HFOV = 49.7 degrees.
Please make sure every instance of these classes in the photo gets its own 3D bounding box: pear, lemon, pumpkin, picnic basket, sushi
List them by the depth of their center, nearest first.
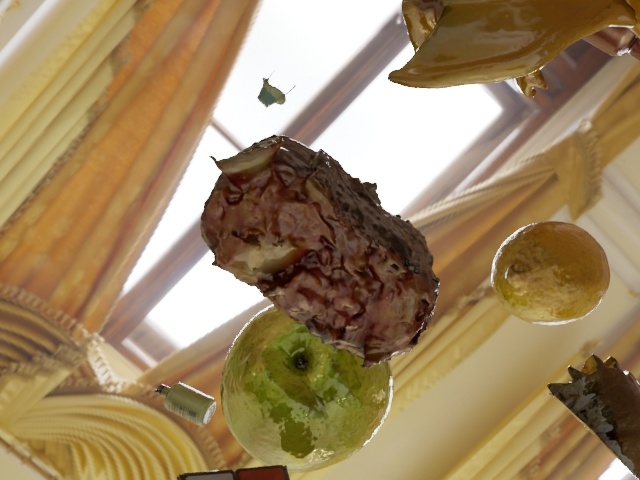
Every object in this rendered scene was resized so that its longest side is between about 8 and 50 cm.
[{"bbox_3d":[0.000,0.000,0.853,0.343,0.196,0.182,36,-173,-14],"label":"sushi"},{"bbox_3d":[0.526,0.306,1.183,0.254,0.130,0.149,44,-177,-27],"label":"pumpkin"},{"bbox_3d":[0.411,0.058,1.230,0.257,0.188,0.188,-2,-142,-37],"label":"lemon"},{"bbox_3d":[-0.027,0.293,1.446,0.391,0.391,0.391,44,-174,-6],"label":"pear"},{"bbox_3d":[-0.103,-0.329,1.505,0.065,0.083,0.083,41,175,23],"label":"picnic basket"}]

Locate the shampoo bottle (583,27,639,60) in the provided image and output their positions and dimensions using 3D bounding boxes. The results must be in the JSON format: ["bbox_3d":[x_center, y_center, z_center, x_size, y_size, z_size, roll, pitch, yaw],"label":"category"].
[{"bbox_3d":[0.332,-0.301,0.865,0.260,0.064,0.102,36,166,12],"label":"shampoo bottle"}]

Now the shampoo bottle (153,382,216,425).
[{"bbox_3d":[-0.363,0.426,1.837,0.162,0.079,0.079,21,180,16],"label":"shampoo bottle"}]

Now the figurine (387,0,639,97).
[{"bbox_3d":[0.254,-0.255,0.608,0.387,0.400,0.268,8,155,28],"label":"figurine"}]

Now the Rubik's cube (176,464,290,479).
[{"bbox_3d":[-0.134,0.465,1.046,0.180,0.183,0.167,1,-140,-22],"label":"Rubik's cube"}]
